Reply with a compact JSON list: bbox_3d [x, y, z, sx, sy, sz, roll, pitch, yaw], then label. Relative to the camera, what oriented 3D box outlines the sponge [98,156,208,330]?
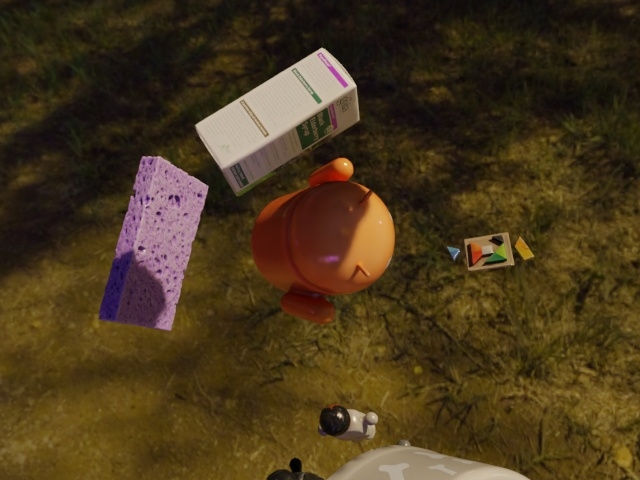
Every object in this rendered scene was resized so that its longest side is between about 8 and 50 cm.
[{"bbox_3d":[-0.211,0.008,0.779,0.031,0.117,0.210,7,78,23],"label":"sponge"}]

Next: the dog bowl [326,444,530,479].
[{"bbox_3d":[0.111,0.336,0.460,0.102,0.349,0.348,-23,26,43],"label":"dog bowl"}]

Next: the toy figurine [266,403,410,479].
[{"bbox_3d":[0.046,0.370,0.920,0.213,0.148,0.209,34,86,36],"label":"toy figurine"}]

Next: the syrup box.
[{"bbox_3d":[-0.061,-0.182,0.931,0.237,0.093,0.096,-32,68,-6],"label":"syrup box"}]

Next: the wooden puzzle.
[{"bbox_3d":[0.254,0.016,0.911,0.116,0.014,0.078,-15,41,11],"label":"wooden puzzle"}]

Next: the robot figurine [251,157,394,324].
[{"bbox_3d":[0.000,0.002,0.695,0.158,0.128,0.219,-45,16,-23],"label":"robot figurine"}]
